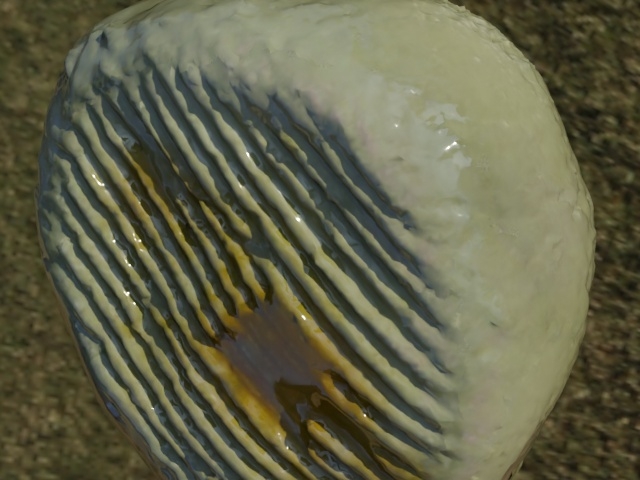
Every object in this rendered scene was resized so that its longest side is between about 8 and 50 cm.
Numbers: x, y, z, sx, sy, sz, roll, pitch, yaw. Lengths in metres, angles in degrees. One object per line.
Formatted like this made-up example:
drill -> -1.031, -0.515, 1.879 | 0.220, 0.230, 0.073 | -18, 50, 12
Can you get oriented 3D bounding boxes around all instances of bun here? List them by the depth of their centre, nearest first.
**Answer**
bun -> 0.000, 0.000, 0.605 | 0.243, 0.153, 0.244 | 12, 113, 28
